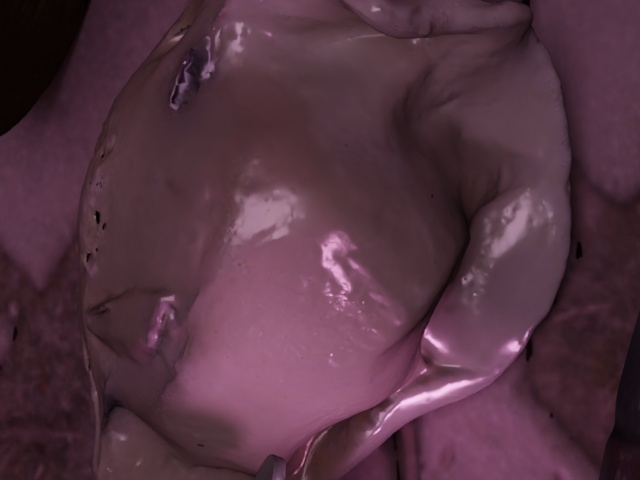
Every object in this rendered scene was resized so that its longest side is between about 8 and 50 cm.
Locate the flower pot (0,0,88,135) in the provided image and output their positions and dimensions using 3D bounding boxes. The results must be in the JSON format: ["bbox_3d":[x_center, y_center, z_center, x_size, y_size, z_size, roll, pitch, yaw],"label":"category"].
[{"bbox_3d":[-0.269,-0.183,0.913,0.267,0.266,0.266,21,95,8],"label":"flower pot"}]

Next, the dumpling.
[{"bbox_3d":[0.000,0.000,0.873,0.243,0.187,0.318,7,115,-18],"label":"dumpling"}]

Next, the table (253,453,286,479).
[{"bbox_3d":[0.040,0.211,0.816,0.198,0.166,0.166,20,95,-9],"label":"table"}]

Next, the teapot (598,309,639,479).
[{"bbox_3d":[0.293,0.016,0.696,0.315,0.233,0.312,12,91,15],"label":"teapot"}]
